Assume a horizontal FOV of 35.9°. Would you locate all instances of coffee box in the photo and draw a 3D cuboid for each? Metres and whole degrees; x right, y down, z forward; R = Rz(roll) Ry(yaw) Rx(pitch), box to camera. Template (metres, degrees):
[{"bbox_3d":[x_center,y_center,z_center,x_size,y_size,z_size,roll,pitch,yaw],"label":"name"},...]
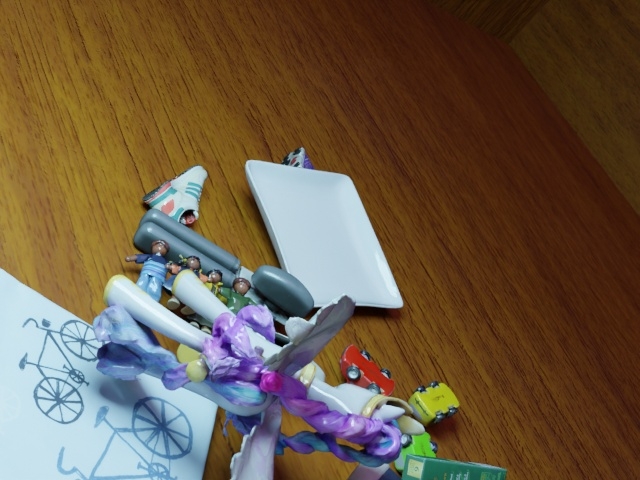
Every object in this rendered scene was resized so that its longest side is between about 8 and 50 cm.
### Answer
[{"bbox_3d":[0.184,0.365,1.392,0.184,0.113,0.040,16,-6,-39],"label":"coffee box"}]

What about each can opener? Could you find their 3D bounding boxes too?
[{"bbox_3d":[-0.140,0.037,1.460,0.280,0.093,0.074,29,30,-14],"label":"can opener"}]

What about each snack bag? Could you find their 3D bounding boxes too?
[{"bbox_3d":[-0.276,0.208,1.091,0.342,0.037,0.323,34,28,-16],"label":"snack bag"}]

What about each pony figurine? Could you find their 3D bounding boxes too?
[{"bbox_3d":[-0.073,0.157,1.109,0.363,0.303,0.351,25,7,16],"label":"pony figurine"}]

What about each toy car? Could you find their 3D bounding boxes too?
[{"bbox_3d":[0.128,0.283,1.490,0.239,0.053,0.225,25,33,-29],"label":"toy car"}]

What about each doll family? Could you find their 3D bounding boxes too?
[{"bbox_3d":[-0.179,0.064,1.373,0.193,0.076,0.111,33,48,-27],"label":"doll family"}]

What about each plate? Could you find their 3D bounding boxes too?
[{"bbox_3d":[0.000,0.000,1.690,0.277,0.045,0.278,4,57,-49],"label":"plate"}]

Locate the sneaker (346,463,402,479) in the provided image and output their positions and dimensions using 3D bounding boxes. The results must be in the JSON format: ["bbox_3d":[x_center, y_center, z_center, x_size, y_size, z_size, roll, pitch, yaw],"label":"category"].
[{"bbox_3d":[0.047,0.376,1.159,0.148,0.131,0.350,39,27,11],"label":"sneaker"}]

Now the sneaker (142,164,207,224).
[{"bbox_3d":[-0.215,-0.063,1.545,0.075,0.057,0.161,58,26,-6],"label":"sneaker"}]

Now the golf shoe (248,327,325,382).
[{"bbox_3d":[-0.047,0.172,1.355,0.186,0.086,0.067,34,65,-44],"label":"golf shoe"}]

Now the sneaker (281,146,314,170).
[{"bbox_3d":[-0.036,-0.111,1.822,0.071,0.068,0.170,47,29,-19],"label":"sneaker"}]
